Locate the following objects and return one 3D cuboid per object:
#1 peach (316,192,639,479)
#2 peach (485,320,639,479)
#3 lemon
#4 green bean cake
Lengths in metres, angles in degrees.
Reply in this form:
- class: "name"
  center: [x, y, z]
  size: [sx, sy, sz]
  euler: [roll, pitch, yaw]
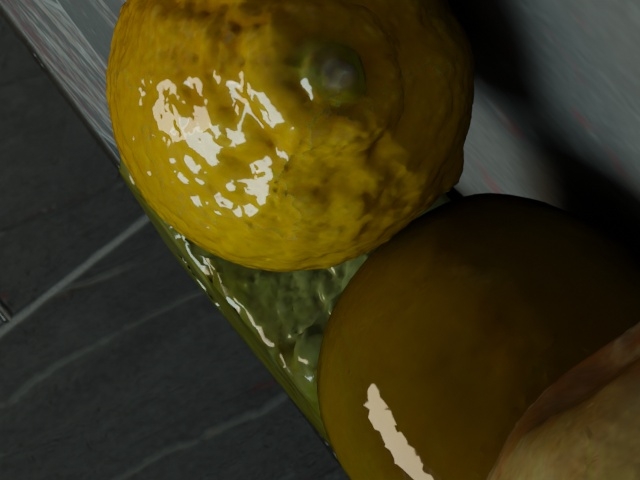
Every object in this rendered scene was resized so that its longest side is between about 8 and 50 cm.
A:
- class: "peach"
  center: [0.107, 0.094, 0.780]
  size: [0.251, 0.153, 0.251]
  euler: [46, -171, -9]
- class: "peach"
  center: [0.138, 0.102, 0.518]
  size: [0.232, 0.232, 0.232]
  euler: [50, 173, 9]
- class: "lemon"
  center: [-0.011, -0.059, 0.745]
  size: [0.142, 0.142, 0.187]
  euler: [53, 171, -10]
- class: "green bean cake"
  center: [0.000, 0.000, 1.033]
  size: [0.236, 0.124, 0.233]
  euler: [49, 172, 23]
